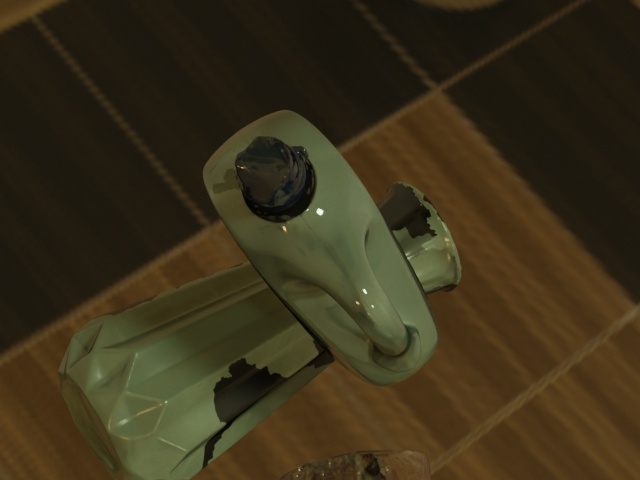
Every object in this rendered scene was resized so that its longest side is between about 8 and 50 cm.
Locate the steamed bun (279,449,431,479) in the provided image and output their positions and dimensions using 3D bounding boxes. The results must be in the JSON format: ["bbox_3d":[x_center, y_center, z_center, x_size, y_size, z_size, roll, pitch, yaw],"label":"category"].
[{"bbox_3d":[0.031,0.271,1.627,0.106,0.175,0.145,23,54,-45],"label":"steamed bun"}]

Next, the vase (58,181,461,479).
[{"bbox_3d":[-0.050,0.078,1.551,0.360,0.165,0.165,-29,72,-20],"label":"vase"}]

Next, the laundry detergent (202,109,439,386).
[{"bbox_3d":[0.000,0.000,1.307,0.105,0.280,0.215,-35,71,-2],"label":"laundry detergent"}]
